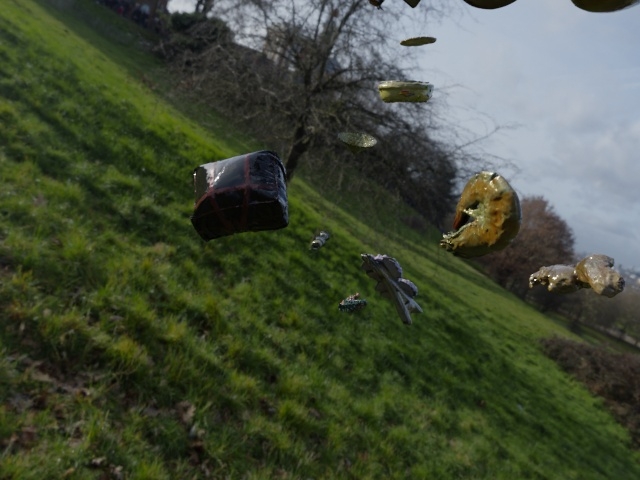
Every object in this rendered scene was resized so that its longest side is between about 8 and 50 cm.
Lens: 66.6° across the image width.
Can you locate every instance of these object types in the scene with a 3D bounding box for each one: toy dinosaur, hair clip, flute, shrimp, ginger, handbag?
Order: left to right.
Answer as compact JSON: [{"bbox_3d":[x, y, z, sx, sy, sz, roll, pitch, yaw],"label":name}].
[{"bbox_3d":[-0.179,-0.094,1.083,0.216,0.155,0.169,-11,49,9],"label":"handbag"},{"bbox_3d":[0.000,0.000,1.037,0.027,0.027,0.233,21,6,3],"label":"flute"},{"bbox_3d":[0.097,0.189,1.456,0.055,0.049,0.154,-25,0,-30],"label":"toy dinosaur"},{"bbox_3d":[0.180,0.115,1.255,0.106,0.084,0.292,-2,-41,39],"label":"hair clip"},{"bbox_3d":[0.207,-0.023,0.652,0.042,0.101,0.190,-12,-17,-16],"label":"shrimp"},{"bbox_3d":[0.592,0.081,1.131,0.122,0.084,0.290,-19,-1,-6],"label":"ginger"}]

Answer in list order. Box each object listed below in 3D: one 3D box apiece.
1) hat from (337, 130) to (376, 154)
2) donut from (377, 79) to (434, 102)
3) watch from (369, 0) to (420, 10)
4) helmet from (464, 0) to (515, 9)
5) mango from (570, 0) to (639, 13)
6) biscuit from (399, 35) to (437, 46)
[{"bbox_3d":[0.130,-0.347,1.802,0.146,0.067,0.146,7,33,-5],"label":"hat"},{"bbox_3d":[0.258,-0.451,1.482,0.175,0.068,0.174,2,15,0],"label":"donut"},{"bbox_3d":[0.148,-0.713,1.340,0.268,0.102,0.165,35,4,-7],"label":"watch"},{"bbox_3d":[0.492,-0.765,1.314,0.271,0.338,0.197,32,-23,17],"label":"helmet"},{"bbox_3d":[0.600,-0.544,0.917,0.146,0.317,0.192,51,-17,37],"label":"mango"},{"bbox_3d":[0.312,-0.635,1.555,0.120,0.015,0.120,-3,12,1],"label":"biscuit"}]
